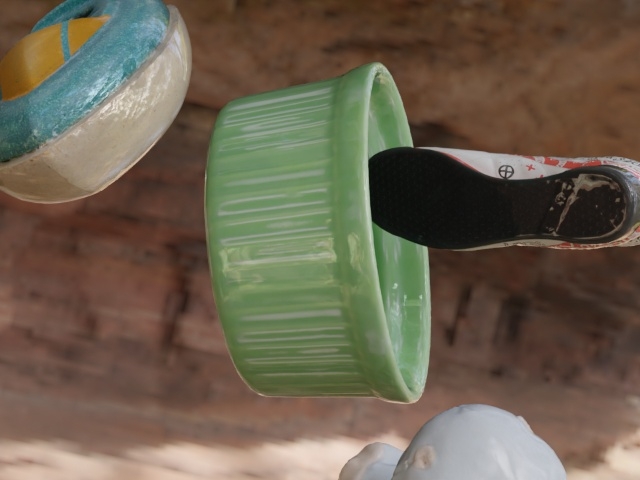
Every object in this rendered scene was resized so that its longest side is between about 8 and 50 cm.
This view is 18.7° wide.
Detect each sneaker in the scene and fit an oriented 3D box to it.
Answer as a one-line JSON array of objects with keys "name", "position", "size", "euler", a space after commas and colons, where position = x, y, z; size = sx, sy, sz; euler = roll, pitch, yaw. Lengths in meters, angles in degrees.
[{"name": "sneaker", "position": [0.179, -0.035, 1.738], "size": [0.270, 0.090, 0.145], "euler": [4, 3, 29]}]

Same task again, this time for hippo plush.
[{"name": "hippo plush", "position": [0.085, 0.249, 1.388], "size": [0.234, 0.294, 0.236], "euler": [-10, -26, -10]}]

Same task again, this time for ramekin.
[{"name": "ramekin", "position": [0.000, 0.000, 1.733], "size": [0.148, 0.303, 0.303], "euler": [-6, -4, 12]}]

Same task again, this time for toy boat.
[{"name": "toy boat", "position": [-0.254, -0.099, 1.562], "size": [0.148, 0.318, 0.267], "euler": [56, 12, -19]}]
